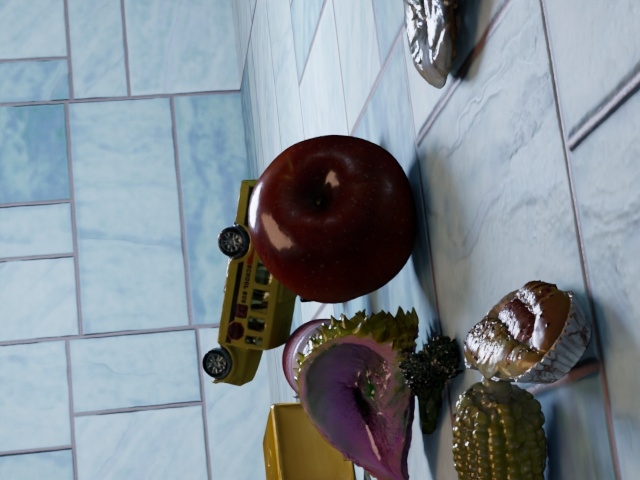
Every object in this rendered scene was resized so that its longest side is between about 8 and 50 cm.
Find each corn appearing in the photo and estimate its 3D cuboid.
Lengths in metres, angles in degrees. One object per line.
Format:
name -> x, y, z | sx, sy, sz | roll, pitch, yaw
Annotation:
corn -> 0.170, 0.260, 1.122 | 0.086, 0.086, 0.288 | -123, 26, -72

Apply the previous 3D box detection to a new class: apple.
apple -> 0.017, -0.027, 1.556 | 0.201, 0.218, 0.218 | 33, -131, -69

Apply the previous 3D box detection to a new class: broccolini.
broccolini -> 0.124, 0.180, 1.452 | 0.201, 0.074, 0.058 | 96, 149, -60

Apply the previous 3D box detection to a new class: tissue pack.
tissue pack -> -0.027, 0.434, 2.312 | 0.274, 0.145, 0.194 | 106, 157, -64

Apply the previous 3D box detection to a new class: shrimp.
shrimp -> 0.125, -0.246, 1.251 | 0.317, 0.062, 0.164 | 156, 105, -85

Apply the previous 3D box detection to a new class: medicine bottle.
medicine bottle -> 0.020, 0.193, 1.877 | 0.247, 0.147, 0.147 | 166, 100, -81

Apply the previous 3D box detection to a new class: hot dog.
hot dog -> 0.171, 0.079, 1.024 | 0.099, 0.053, 0.192 | -57, 7, -4

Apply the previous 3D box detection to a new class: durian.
durian -> 0.054, 0.183, 1.541 | 0.154, 0.186, 0.260 | -92, 13, -56

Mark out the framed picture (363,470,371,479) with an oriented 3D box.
framed picture -> 0.082, 0.439, 2.041 | 0.066, 0.007, 0.089 | -114, 21, -65

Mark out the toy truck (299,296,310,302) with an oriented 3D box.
toy truck -> 0.000, 0.000, 2.104 | 0.259, 0.088, 0.121 | 100, 162, -55

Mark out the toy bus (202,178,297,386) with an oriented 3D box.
toy bus -> -0.100, 0.071, 1.965 | 0.121, 0.123, 0.335 | -14, -66, -71
